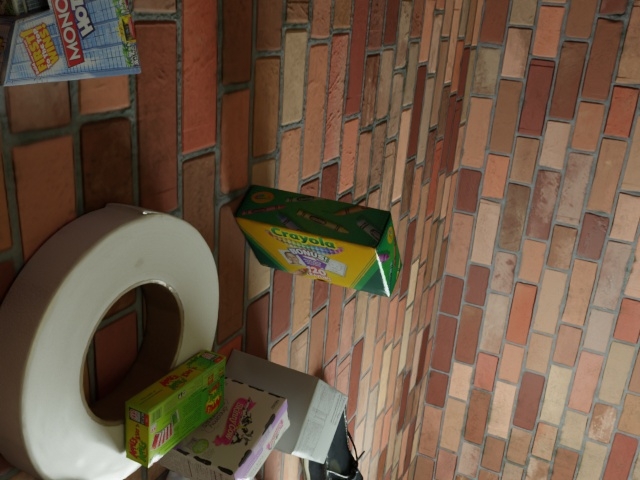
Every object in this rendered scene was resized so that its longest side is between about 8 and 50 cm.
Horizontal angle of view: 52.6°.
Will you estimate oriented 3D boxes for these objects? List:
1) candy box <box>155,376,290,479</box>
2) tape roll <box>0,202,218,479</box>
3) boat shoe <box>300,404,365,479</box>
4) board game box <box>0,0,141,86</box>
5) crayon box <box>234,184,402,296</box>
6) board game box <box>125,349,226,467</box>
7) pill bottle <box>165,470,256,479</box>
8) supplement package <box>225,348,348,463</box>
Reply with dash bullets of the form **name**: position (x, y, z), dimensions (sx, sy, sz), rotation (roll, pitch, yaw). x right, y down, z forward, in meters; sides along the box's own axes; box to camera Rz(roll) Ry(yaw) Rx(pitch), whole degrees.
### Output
- **candy box**: position (-0.174, 0.307, 1.063), dimensions (0.165, 0.196, 0.070), rotation (-49, 145, -47)
- **tape roll**: position (-0.278, 0.144, 0.898), dimensions (0.392, 0.072, 0.392), rotation (-42, 139, -52)
- **boat shoe**: position (0.041, 0.635, 1.784), dimensions (0.187, 0.155, 0.501), rotation (-32, 130, -56)
- **board game box**: position (-0.289, -0.243, 0.678), dimensions (0.194, 0.060, 0.194), rotation (-49, 145, -48)
- **crayon box**: position (0.000, 0.000, 1.183), dimensions (0.081, 0.278, 0.165), rotation (-64, 154, -28)
- **board game box**: position (-0.210, 0.243, 0.962), dimensions (0.181, 0.043, 0.092), rotation (-29, 129, -59)
- **pill bottle**: position (-0.179, 0.519, 1.212), dimensions (0.161, 0.161, 0.283), rotation (-56, 149, -39)
- **supplement package**: position (-0.080, 0.333, 1.290), dimensions (0.149, 0.194, 0.203), rotation (-69, 155, -16)
